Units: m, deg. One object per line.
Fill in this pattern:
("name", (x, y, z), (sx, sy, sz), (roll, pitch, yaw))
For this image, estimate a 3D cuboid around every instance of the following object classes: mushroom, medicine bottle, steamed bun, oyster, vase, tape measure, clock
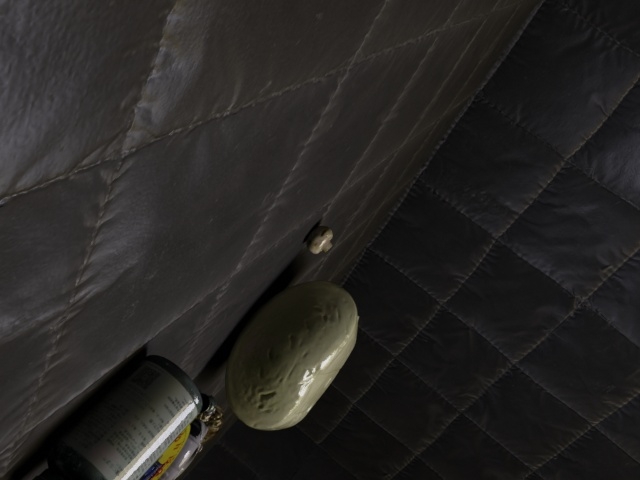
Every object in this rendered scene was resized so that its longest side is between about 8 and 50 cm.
("mushroom", (0.000, 0.000, 1.716), (0.083, 0.067, 0.083), (-47, 178, -3))
("medicine bottle", (-0.338, 0.333, 1.037), (0.293, 0.141, 0.141), (-45, 170, -38))
("steamed bun", (-0.095, 0.318, 1.838), (0.456, 0.290, 0.371), (-52, 167, -9))
("oyster", (-0.414, 0.650, 2.244), (0.166, 0.094, 0.294), (-40, 162, -19))
("vase", (-0.365, 0.513, 1.985), (0.059, 0.059, 0.167), (-50, 172, -14))
("tape measure", (-0.434, 0.637, 1.920), (0.236, 0.120, 0.197), (-53, 179, -28))
("clock", (-0.446, 0.586, 1.658), (0.277, 0.071, 0.293), (-56, 164, 6))
